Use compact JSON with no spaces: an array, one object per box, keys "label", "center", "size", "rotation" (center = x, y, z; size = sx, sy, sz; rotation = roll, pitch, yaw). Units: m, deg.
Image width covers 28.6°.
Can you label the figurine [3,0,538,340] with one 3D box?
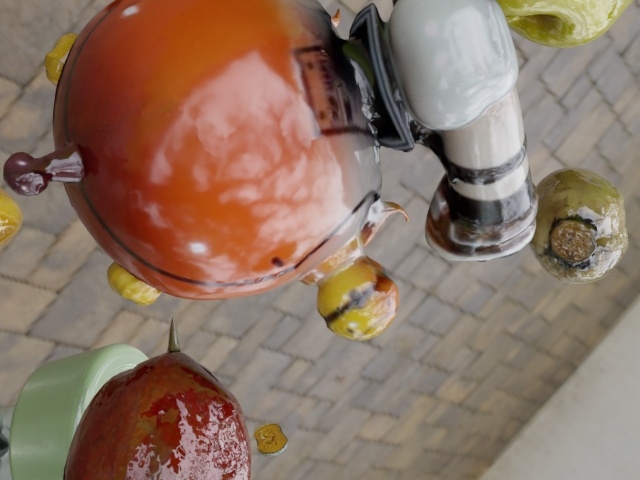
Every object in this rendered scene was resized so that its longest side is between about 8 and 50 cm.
[{"label":"figurine","center":[-0.033,-0.081,0.833],"size":[0.323,0.320,0.196],"rotation":[-18,177,4]}]

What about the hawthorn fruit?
[{"label":"hawthorn fruit","center":[-0.161,0.205,1.268],"size":[0.189,0.190,0.251],"rotation":[50,47,-64]}]

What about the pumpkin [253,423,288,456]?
[{"label":"pumpkin","center":[-0.078,0.326,2.021],"size":[0.050,0.083,0.028],"rotation":[-19,121,-5]}]

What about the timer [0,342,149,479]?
[{"label":"timer","center":[-0.416,0.306,1.851],"size":[0.291,0.315,0.290],"rotation":[-5,90,-71]}]

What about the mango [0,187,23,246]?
[{"label":"mango","center":[-0.482,-0.028,1.556],"size":[0.252,0.154,0.126],"rotation":[-8,94,-47]}]

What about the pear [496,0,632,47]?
[{"label":"pear","center":[0.327,-0.483,1.705],"size":[0.362,0.362,0.418],"rotation":[19,84,-62]}]

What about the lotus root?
[{"label":"lotus root","center":[0.288,-0.018,1.410],"size":[0.221,0.118,0.125],"rotation":[-39,138,-75]}]
